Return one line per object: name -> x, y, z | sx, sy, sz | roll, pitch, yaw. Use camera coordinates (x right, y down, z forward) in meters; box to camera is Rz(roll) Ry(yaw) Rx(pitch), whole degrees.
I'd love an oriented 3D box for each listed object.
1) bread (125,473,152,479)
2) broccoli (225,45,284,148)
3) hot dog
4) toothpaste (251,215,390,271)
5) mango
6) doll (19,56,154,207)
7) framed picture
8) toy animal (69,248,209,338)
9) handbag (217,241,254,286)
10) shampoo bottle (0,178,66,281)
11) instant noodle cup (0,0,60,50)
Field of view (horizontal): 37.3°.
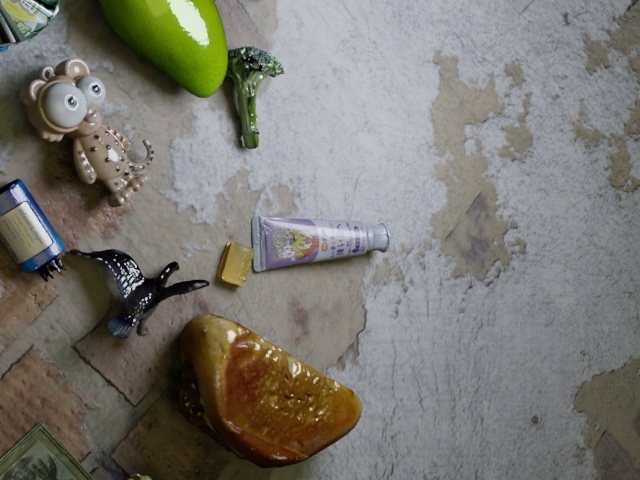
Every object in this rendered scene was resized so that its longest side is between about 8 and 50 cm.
bread -> -0.333, 0.573, 1.725 | 0.196, 0.238, 0.252 | 32, 68, 4
broccoli -> -0.141, -0.283, 1.873 | 0.122, 0.118, 0.204 | -14, 115, -42
hot dog -> -0.118, 0.317, 1.849 | 0.405, 0.185, 0.223 | 33, 73, -28
toothpaste -> 0.000, 0.000, 1.985 | 0.299, 0.073, 0.113 | -3, 93, -24
mango -> -0.285, -0.412, 1.735 | 0.192, 0.156, 0.343 | -42, 114, -21
doll -> -0.411, -0.192, 1.693 | 0.278, 0.119, 0.154 | 51, 53, -29
framed picture -> -0.498, 0.466, 1.721 | 0.173, 0.010, 0.231 | -45, 113, -22
toy animal -> -0.328, 0.093, 1.762 | 0.273, 0.197, 0.160 | 23, 97, 13
handbag -> -0.168, 0.048, 1.901 | 0.061, 0.027, 0.083 | 22, 79, -29
shampoo bottle -> -0.515, -0.011, 1.669 | 0.087, 0.050, 0.183 | -39, 111, -28
instant noodle cup -> -0.564, -0.415, 1.548 | 0.240, 0.178, 0.240 | -1, 93, -32
